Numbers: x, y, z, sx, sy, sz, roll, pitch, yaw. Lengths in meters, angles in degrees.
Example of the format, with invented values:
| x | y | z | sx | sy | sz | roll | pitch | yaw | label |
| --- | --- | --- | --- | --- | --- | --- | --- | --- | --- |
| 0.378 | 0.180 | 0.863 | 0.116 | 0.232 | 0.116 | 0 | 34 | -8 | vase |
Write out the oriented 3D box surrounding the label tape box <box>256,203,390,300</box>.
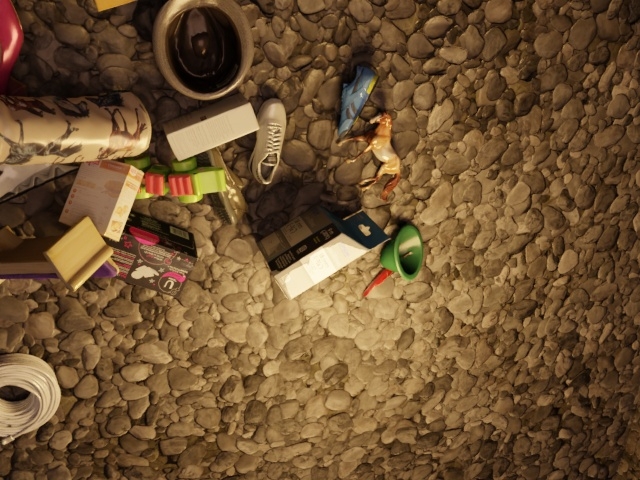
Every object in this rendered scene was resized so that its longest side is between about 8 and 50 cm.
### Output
| x | y | z | sx | sy | sz | roll | pitch | yaw | label |
| --- | --- | --- | --- | --- | --- | --- | --- | --- | --- |
| 0.000 | 0.000 | 1.881 | 0.334 | 0.240 | 0.106 | -32 | 118 | -3 | label tape box |

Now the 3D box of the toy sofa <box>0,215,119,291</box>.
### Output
| x | y | z | sx | sy | sz | roll | pitch | yaw | label |
| --- | --- | --- | --- | --- | --- | --- | --- | --- | --- |
| -0.690 | 0.061 | 1.615 | 0.363 | 0.150 | 0.177 | -3 | 124 | 32 | toy sofa |

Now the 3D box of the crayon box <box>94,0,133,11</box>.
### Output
| x | y | z | sx | sy | sz | roll | pitch | yaw | label |
| --- | --- | --- | --- | --- | --- | --- | --- | --- | --- |
| -0.470 | -0.713 | 1.472 | 0.203 | 0.083 | 0.323 | -20 | 118 | -9 | crayon box |

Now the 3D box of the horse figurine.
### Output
| x | y | z | sx | sy | sz | roll | pitch | yaw | label |
| --- | --- | --- | --- | --- | --- | --- | --- | --- | --- |
| 0.169 | -0.245 | 1.922 | 0.174 | 0.066 | 0.263 | -30 | 118 | 3 | horse figurine |

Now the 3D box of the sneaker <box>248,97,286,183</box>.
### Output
| x | y | z | sx | sy | sz | roll | pitch | yaw | label |
| --- | --- | --- | --- | --- | --- | --- | --- | --- | --- |
| -0.136 | -0.271 | 1.790 | 0.090 | 0.095 | 0.235 | 4 | 112 | -18 | sneaker |

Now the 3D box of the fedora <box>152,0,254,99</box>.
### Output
| x | y | z | sx | sy | sz | roll | pitch | yaw | label |
| --- | --- | --- | --- | --- | --- | --- | --- | --- | --- |
| -0.294 | -0.493 | 1.611 | 0.244 | 0.124 | 0.275 | -18 | 127 | -7 | fedora |

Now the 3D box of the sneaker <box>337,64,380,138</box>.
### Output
| x | y | z | sx | sy | sz | roll | pitch | yaw | label |
| --- | --- | --- | --- | --- | --- | --- | --- | --- | --- |
| 0.086 | -0.391 | 1.832 | 0.082 | 0.069 | 0.209 | 28 | 112 | 1 | sneaker |

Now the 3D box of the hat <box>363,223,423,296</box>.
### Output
| x | y | z | sx | sy | sz | roll | pitch | yaw | label |
| --- | --- | --- | --- | --- | --- | --- | --- | --- | --- |
| 0.209 | 0.051 | 2.100 | 0.173 | 0.184 | 0.208 | 51 | 51 | -37 | hat |

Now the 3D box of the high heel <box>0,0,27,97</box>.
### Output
| x | y | z | sx | sy | sz | roll | pitch | yaw | label |
| --- | --- | --- | --- | --- | --- | --- | --- | --- | --- |
| -0.746 | -0.399 | 1.410 | 0.181 | 0.127 | 0.377 | -49 | 158 | -40 | high heel |

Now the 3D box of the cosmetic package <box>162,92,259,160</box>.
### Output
| x | y | z | sx | sy | sz | roll | pitch | yaw | label |
| --- | --- | --- | --- | --- | --- | --- | --- | --- | --- |
| -0.289 | -0.301 | 1.711 | 0.231 | 0.117 | 0.085 | -25 | 121 | -7 | cosmetic package |

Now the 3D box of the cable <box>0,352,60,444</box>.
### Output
| x | y | z | sx | sy | sz | roll | pitch | yaw | label |
| --- | --- | --- | --- | --- | --- | --- | --- | --- | --- |
| -0.890 | 0.448 | 1.885 | 0.257 | 0.089 | 0.257 | -20 | 118 | -10 | cable |

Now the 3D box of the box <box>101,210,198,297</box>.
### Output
| x | y | z | sx | sy | sz | roll | pitch | yaw | label |
| --- | --- | --- | --- | --- | --- | --- | --- | --- | --- |
| -0.481 | 0.030 | 1.778 | 0.247 | 0.163 | 0.142 | 22 | 109 | -26 | box |

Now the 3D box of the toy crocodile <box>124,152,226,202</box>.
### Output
| x | y | z | sx | sy | sz | roll | pitch | yaw | label |
| --- | --- | --- | --- | --- | --- | --- | --- | --- | --- |
| -0.417 | -0.158 | 1.713 | 0.341 | 0.105 | 0.115 | 3 | 116 | 5 | toy crocodile |

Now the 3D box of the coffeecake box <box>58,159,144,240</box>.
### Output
| x | y | z | sx | sy | sz | roll | pitch | yaw | label |
| --- | --- | --- | --- | --- | --- | --- | --- | --- | --- |
| -0.546 | -0.109 | 1.626 | 0.068 | 0.142 | 0.185 | 42 | 65 | -70 | coffeecake box |

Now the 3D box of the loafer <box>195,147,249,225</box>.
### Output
| x | y | z | sx | sy | sz | roll | pitch | yaw | label |
| --- | --- | --- | --- | --- | --- | --- | --- | --- | --- |
| -0.271 | -0.163 | 1.811 | 0.087 | 0.094 | 0.251 | -39 | 130 | -31 | loafer |

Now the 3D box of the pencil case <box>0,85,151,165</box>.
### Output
| x | y | z | sx | sy | sz | roll | pitch | yaw | label |
| --- | --- | --- | --- | --- | --- | --- | --- | --- | --- |
| -0.611 | -0.266 | 1.502 | 0.410 | 0.183 | 0.160 | -13 | 147 | -45 | pencil case |

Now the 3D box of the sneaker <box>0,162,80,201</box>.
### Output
| x | y | z | sx | sy | sz | roll | pitch | yaw | label |
| --- | --- | --- | --- | --- | --- | --- | --- | --- | --- |
| -0.784 | -0.175 | 1.619 | 0.331 | 0.122 | 0.146 | -26 | 102 | -4 | sneaker |
